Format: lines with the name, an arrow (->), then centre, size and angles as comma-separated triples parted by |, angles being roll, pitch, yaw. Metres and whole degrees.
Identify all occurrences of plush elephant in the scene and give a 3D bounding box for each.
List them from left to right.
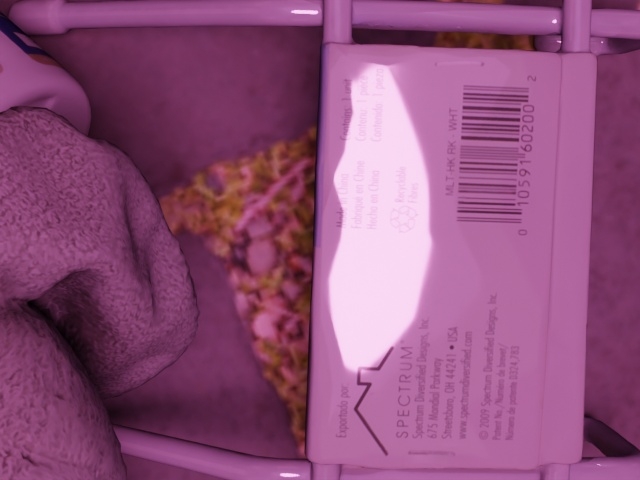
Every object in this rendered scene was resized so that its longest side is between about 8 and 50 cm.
plush elephant -> -0.161, 0.103, 0.388 | 0.330, 0.255, 0.271 | 6, 51, 2

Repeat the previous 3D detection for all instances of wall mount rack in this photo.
wall mount rack -> 0.000, 0.000, 0.511 | 0.304, 0.130, 0.350 | 2, 95, -5

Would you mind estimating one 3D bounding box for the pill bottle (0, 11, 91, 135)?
pill bottle -> -0.191, -0.083, 0.494 | 0.169, 0.094, 0.094 | 42, 93, 16
